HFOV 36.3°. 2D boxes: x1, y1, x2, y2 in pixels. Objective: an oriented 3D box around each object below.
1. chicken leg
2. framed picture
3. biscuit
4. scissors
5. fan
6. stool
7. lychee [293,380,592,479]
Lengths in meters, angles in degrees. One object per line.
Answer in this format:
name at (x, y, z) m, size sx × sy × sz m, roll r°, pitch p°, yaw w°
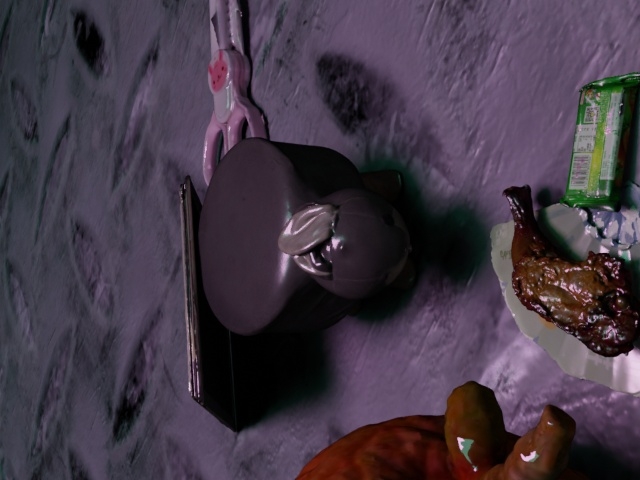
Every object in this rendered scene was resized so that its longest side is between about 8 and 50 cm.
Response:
chicken leg at (0.150, 0.019, 0.616) m, size 0.062 × 0.037 × 0.145 m, roll -53°, pitch 42°, yaw 10°
framed picture at (-0.105, 0.072, 0.915) m, size 0.252 × 0.014 × 0.197 m, roll 86°, pitch 179°, yaw -73°
biscuit at (0.176, -0.061, 0.614) m, size 0.046 × 0.016 × 0.089 m, roll 5°, pitch 84°, yaw 54°
scissors at (-0.099, -0.176, 1.055) m, size 0.118 × 0.030 × 0.242 m, roll -19°, pitch 73°, yaw 55°
fan at (0.183, 0.027, 0.606) m, size 0.240 × 0.009 × 0.131 m, roll 10°, pitch 96°, yaw 57°
stool at (-0.002, 0.009, 0.774) m, size 0.228 × 0.139 × 0.153 m, roll 40°, pitch 119°, yaw 51°
lychee at (0.075, 0.208, 0.530) m, size 0.255 × 0.255 × 0.300 m, roll 36°, pitch 138°, yaw 54°
